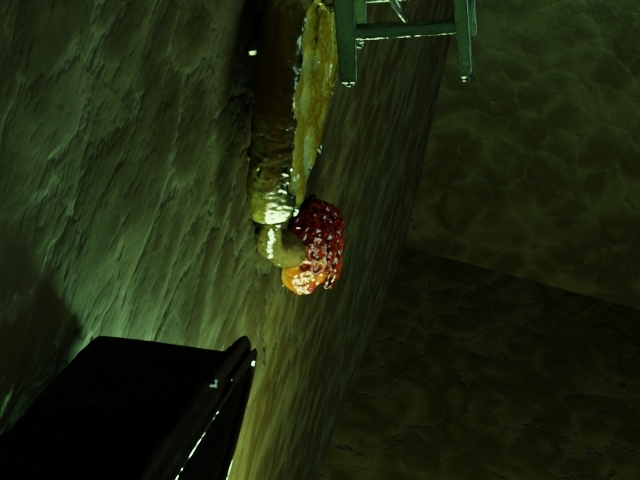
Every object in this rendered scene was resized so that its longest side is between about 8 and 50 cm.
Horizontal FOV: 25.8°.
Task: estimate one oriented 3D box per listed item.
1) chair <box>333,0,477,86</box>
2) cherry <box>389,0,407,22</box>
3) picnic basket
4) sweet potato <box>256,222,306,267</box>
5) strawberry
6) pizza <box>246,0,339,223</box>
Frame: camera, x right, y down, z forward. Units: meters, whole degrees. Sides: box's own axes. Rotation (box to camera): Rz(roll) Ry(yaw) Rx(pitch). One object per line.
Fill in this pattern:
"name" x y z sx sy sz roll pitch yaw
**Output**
"chair" 0.080 -0.302 1.387 0.136 0.147 0.270 -74 159 -62
"cherry" 0.021 -0.290 1.055 0.236 0.213 0.285 -111 -176 -60
"picnic basket" -0.155 0.190 1.024 0.297 0.129 0.222 -57 163 -64
"sweet potato" -0.053 0.001 1.723 0.214 0.050 0.050 50 56 -77
"strawberry" 0.000 0.000 1.992 0.188 0.082 0.121 -59 160 -55
"pizza" -0.026 -0.190 1.427 0.251 0.074 0.287 93 9 -55
